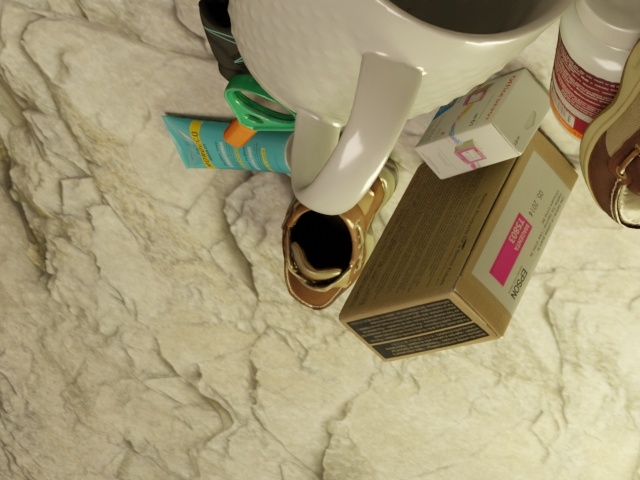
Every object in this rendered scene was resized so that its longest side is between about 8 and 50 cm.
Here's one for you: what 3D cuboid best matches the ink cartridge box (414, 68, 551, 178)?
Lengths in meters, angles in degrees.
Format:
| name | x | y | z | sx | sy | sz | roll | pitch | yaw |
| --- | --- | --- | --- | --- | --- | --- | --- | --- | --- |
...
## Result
| name | x | y | z | sx | sy | sz | roll | pitch | yaw |
| --- | --- | --- | --- | --- | --- | --- | --- | --- | --- |
| ink cartridge box | 0.171 | -0.121 | 2.016 | 0.122 | 0.088 | 0.052 | -15 | 124 | 49 |

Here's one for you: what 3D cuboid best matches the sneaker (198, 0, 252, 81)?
| name | x | y | z | sx | sy | sz | roll | pitch | yaw |
| --- | --- | --- | --- | --- | --- | --- | --- | --- | --- |
| sneaker | -0.021 | -0.216 | 2.029 | 0.267 | 0.101 | 0.106 | 1 | 136 | 38 |

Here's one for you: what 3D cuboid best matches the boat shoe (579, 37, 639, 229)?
| name | x | y | z | sx | sy | sz | roll | pitch | yaw |
| --- | --- | --- | --- | --- | --- | --- | --- | --- | --- |
| boat shoe | 0.318 | -0.073 | 1.731 | 0.123 | 0.123 | 0.342 | -10 | 156 | -10 |

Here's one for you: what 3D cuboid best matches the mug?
| name | x | y | z | sx | sy | sz | roll | pitch | yaw |
| --- | --- | --- | --- | --- | --- | --- | --- | --- | --- |
| mug | 0.047 | -0.202 | 1.737 | 0.276 | 0.374 | 0.328 | 18 | 157 | -16 |

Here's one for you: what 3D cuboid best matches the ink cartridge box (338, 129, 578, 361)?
| name | x | y | z | sx | sy | sz | roll | pitch | yaw |
| --- | --- | --- | --- | --- | --- | --- | --- | --- | --- |
| ink cartridge box | 0.149 | 0.007 | 2.078 | 0.088 | 0.235 | 0.193 | 44 | 147 | -23 |

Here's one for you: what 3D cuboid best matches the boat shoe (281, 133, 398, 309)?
| name | x | y | z | sx | sy | sz | roll | pitch | yaw |
| --- | --- | --- | --- | --- | --- | --- | --- | --- | --- |
| boat shoe | 0.000 | 0.000 | 2.302 | 0.123 | 0.116 | 0.324 | 26 | 148 | 7 |

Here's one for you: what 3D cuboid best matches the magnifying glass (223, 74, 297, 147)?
| name | x | y | z | sx | sy | sz | roll | pitch | yaw |
| --- | --- | --- | --- | --- | --- | --- | --- | --- | --- |
| magnifying glass | -0.074 | -0.137 | 2.136 | 0.092 | 0.026 | 0.231 | 25 | 168 | -8 |

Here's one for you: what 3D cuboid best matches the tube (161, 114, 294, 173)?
| name | x | y | z | sx | sy | sz | roll | pitch | yaw |
| --- | --- | --- | --- | --- | --- | --- | --- | --- | --- |
| tube | -0.101 | -0.112 | 2.298 | 0.207 | 0.052 | 0.080 | 7 | 127 | 41 |

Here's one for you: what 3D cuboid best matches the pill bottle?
| name | x | y | z | sx | sy | sz | roll | pitch | yaw |
| --- | --- | --- | --- | --- | --- | --- | --- | --- | --- |
| pill bottle | 0.278 | -0.181 | 1.779 | 0.121 | 0.121 | 0.221 | 23 | 159 | 11 |
